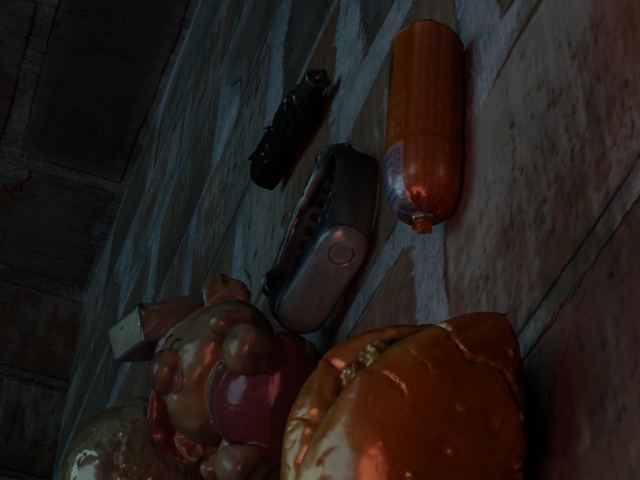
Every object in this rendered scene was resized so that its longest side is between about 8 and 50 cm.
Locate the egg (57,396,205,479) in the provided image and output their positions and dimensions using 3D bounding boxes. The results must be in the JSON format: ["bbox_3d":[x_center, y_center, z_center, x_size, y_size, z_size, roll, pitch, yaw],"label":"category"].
[{"bbox_3d":[-0.245,0.318,1.990,0.245,0.203,0.203,-85,17,-44],"label":"egg"}]

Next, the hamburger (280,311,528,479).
[{"bbox_3d":[0.050,0.182,0.992,0.144,0.156,0.283,-9,73,56],"label":"hamburger"}]

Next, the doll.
[{"bbox_3d":[-0.094,0.147,1.554,0.196,0.152,0.256,-56,26,-6],"label":"doll"}]

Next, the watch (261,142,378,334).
[{"bbox_3d":[0.000,0.000,1.658,0.193,0.068,0.206,-89,23,-58],"label":"watch"}]

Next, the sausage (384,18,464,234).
[{"bbox_3d":[0.093,-0.097,1.374,0.071,0.071,0.234,121,161,-48],"label":"sausage"}]

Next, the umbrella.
[{"bbox_3d":[-0.038,-0.149,2.012,0.236,0.059,0.066,-52,48,54],"label":"umbrella"}]

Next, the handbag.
[{"bbox_3d":[-0.205,0.124,2.167,0.117,0.173,0.095,-31,66,53],"label":"handbag"}]

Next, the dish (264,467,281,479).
[{"bbox_3d":[-0.103,0.336,1.589,0.262,0.108,0.221,127,156,-56],"label":"dish"}]
